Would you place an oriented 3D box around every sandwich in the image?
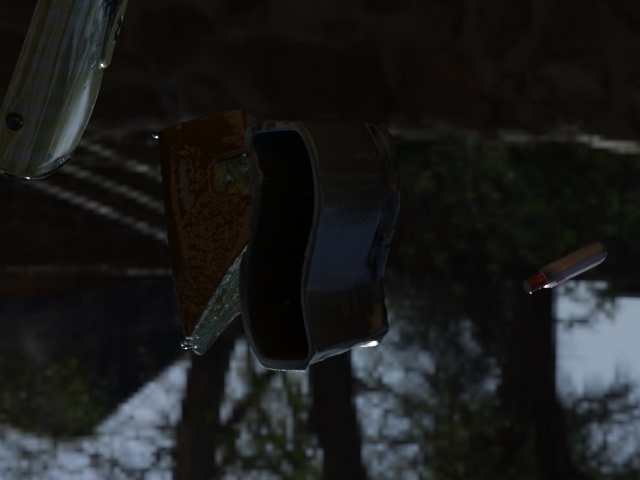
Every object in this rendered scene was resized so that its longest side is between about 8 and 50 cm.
[{"bbox_3d":[-0.097,-0.010,1.719,0.128,0.235,0.122,-12,161,14],"label":"sandwich"}]

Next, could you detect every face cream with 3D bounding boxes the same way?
[{"bbox_3d":[0.218,0.026,1.512,0.083,0.021,0.040,-24,171,-25],"label":"face cream"}]

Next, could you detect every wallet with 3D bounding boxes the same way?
[{"bbox_3d":[-0.254,-0.224,1.726,0.077,0.309,0.223,21,-168,3],"label":"wallet"}]

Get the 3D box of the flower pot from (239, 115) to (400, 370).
[{"bbox_3d":[0.000,0.000,1.522,0.108,0.229,0.103,-10,-164,-43],"label":"flower pot"}]
